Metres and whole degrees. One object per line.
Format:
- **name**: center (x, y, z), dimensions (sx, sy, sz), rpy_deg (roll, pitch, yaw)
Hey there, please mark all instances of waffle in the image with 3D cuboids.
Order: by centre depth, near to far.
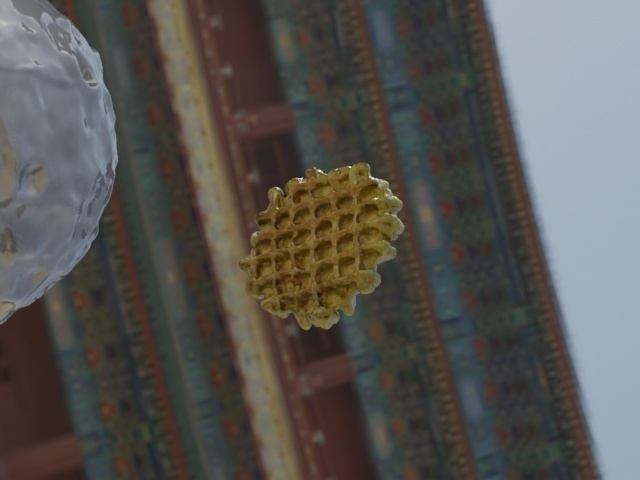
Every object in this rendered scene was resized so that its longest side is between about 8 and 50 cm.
- **waffle**: center (0.001, 0.004, 1.759), dimensions (0.191, 0.038, 0.191), rpy_deg (-16, -122, 28)

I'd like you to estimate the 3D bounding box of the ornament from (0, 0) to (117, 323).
- **ornament**: center (-0.339, -0.084, 1.474), dimensions (0.337, 0.337, 0.337), rpy_deg (34, -50, 51)
